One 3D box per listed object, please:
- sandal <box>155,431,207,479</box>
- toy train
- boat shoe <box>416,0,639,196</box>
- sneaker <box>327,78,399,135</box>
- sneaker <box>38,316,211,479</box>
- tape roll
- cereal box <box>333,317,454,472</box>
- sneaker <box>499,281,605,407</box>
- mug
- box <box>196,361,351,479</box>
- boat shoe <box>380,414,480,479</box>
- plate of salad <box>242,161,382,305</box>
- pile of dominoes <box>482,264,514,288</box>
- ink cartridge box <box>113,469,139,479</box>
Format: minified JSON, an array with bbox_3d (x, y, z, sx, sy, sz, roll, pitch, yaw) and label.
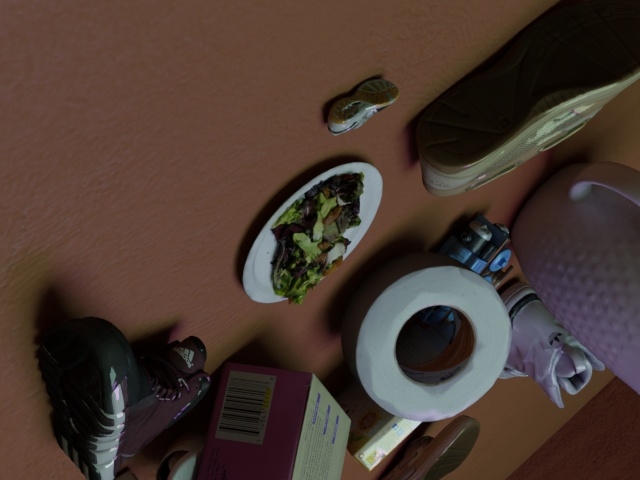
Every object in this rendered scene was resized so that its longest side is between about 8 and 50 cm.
[{"bbox_3d":[-0.156,0.290,1.128,0.265,0.076,0.101,-10,104,-75],"label":"sandal"},{"bbox_3d":[0.201,0.045,1.295,0.184,0.080,0.105,-52,147,14],"label":"toy train"},{"bbox_3d":[0.256,-0.169,1.038,0.341,0.121,0.110,-30,156,-8],"label":"boat shoe"},{"bbox_3d":[0.040,-0.131,0.873,0.083,0.032,0.037,-27,162,-23],"label":"sneaker"},{"bbox_3d":[-0.176,0.123,0.861,0.163,0.106,0.281,-34,162,-32],"label":"sneaker"},{"bbox_3d":[0.141,0.129,1.187,0.219,0.072,0.219,-4,105,-13],"label":"tape roll"},{"bbox_3d":[0.122,0.217,1.335,0.240,0.173,0.047,-42,109,-1],"label":"cereal box"},{"bbox_3d":[0.422,0.235,1.725,0.137,0.210,0.365,-39,153,-11],"label":"sneaker"},{"bbox_3d":[0.469,0.017,1.353,0.276,0.328,0.374,-40,153,-11],"label":"mug"},{"bbox_3d":[-0.057,0.293,1.119,0.243,0.117,0.213,61,37,-62],"label":"box"},{"bbox_3d":[0.223,0.471,1.908,0.109,0.098,0.302,11,123,-44],"label":"boat shoe"},{"bbox_3d":[0.000,0.000,0.975,0.200,0.048,0.199,-33,151,-21],"label":"plate of salad"},{"bbox_3d":[0.221,0.140,1.498,0.251,0.040,0.196,-54,168,23],"label":"pile of dominoes"},{"bbox_3d":[-0.309,0.431,1.068,0.273,0.115,0.198,-30,150,-28],"label":"ink cartridge box"}]
